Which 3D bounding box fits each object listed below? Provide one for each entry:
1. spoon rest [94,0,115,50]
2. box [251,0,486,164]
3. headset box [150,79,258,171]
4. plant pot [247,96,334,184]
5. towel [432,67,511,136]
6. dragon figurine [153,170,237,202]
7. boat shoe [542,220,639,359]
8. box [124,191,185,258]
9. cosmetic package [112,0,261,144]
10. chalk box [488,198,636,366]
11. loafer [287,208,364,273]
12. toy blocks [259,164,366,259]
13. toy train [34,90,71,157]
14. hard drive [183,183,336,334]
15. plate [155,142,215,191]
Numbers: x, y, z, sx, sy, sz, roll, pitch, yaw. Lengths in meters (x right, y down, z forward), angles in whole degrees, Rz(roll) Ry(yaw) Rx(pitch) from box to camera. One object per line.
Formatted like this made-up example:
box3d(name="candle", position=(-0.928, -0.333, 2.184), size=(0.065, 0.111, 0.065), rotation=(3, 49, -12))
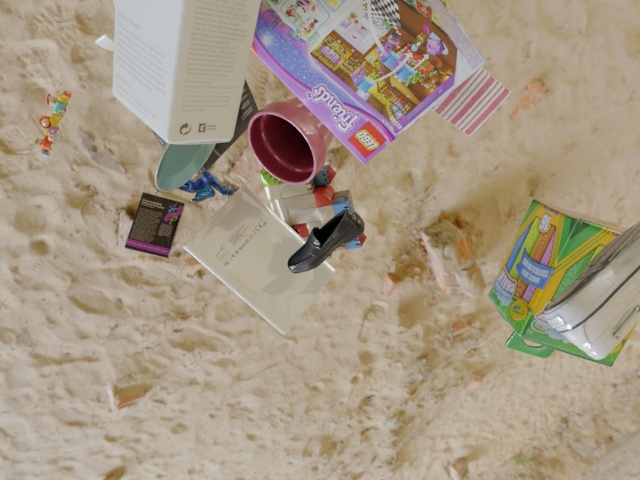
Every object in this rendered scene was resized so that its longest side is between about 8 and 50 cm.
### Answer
box3d(name="spoon rest", position=(-0.543, -0.637, 1.187), size=(0.137, 0.277, 0.084), rotation=(-8, 153, 33))
box3d(name="box", position=(0.033, -0.261, 0.519), size=(0.201, 0.057, 0.293), rotation=(-38, 117, 23))
box3d(name="headset box", position=(-0.302, -0.347, 1.048), size=(0.246, 0.131, 0.283), rotation=(-56, 145, -28))
box3d(name="plant pot", position=(-0.049, -0.269, 1.054), size=(0.180, 0.201, 0.201), rotation=(-51, 133, -34))
box3d(name="towel", position=(0.354, -0.362, 1.049), size=(0.197, 0.029, 0.144), rotation=(27, 125, -22))
box3d(name="dragon figurine", position=(-0.430, -0.181, 1.510), size=(0.289, 0.085, 0.144), rotation=(-34, 109, -39))
box3d(name="boat shoe", position=(0.354, 0.044, 0.484), size=(0.226, 0.076, 0.083), rotation=(-37, 167, -8))
box3d(name="box", position=(-0.450, -0.041, 1.162), size=(0.116, 0.029, 0.162), rotation=(15, 79, -8))
box3d(name="cosmetic package", position=(-0.121, -0.218, 0.385), size=(0.085, 0.117, 0.231), rotation=(-19, 140, -47))
box3d(name="chalk box", position=(0.447, 0.098, 0.784), size=(0.180, 0.179, 0.289), rotation=(16, 106, -1))
box3d(name="loafer", position=(0.000, 0.000, 1.002), size=(0.223, 0.076, 0.078), rotation=(-35, 127, 23))
box3d(name="toy blocks", position=(-0.005, -0.083, 1.360), size=(0.260, 0.191, 0.382), rotation=(-9, 118, 15))
box3d(name="toy train", position=(-0.675, -0.299, 1.062), size=(0.046, 0.125, 0.166), rotation=(20, 75, -32))
box3d(name="hard drive", position=(-0.155, 0.052, 1.153), size=(0.353, 0.047, 0.233), rotation=(43, 73, -11))
box3d(name="plate", position=(-0.272, -0.181, 0.857), size=(0.024, 0.188, 0.188), rotation=(37, 108, 4))
